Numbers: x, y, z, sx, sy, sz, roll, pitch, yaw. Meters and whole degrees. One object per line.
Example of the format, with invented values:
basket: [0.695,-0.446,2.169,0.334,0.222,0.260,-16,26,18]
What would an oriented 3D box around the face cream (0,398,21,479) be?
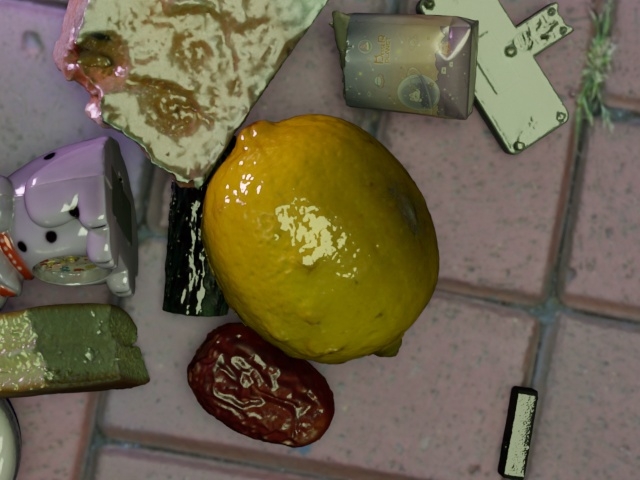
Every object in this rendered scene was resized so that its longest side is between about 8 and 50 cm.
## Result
face cream: [-0.440,0.236,1.781,0.206,0.111,0.206,0,90,-8]

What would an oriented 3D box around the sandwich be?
sandwich: [-0.290,0.124,1.756,0.258,0.096,0.094,-3,76,-38]

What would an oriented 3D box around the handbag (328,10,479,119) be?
handbag: [0.094,-0.204,1.823,0.173,0.095,0.117,6,105,11]

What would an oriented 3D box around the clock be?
clock: [-0.339,-0.012,1.761,0.254,0.189,0.188,-10,93,0]

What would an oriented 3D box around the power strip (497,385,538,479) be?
power strip: [0.236,0.231,1.902,0.029,0.038,0.111,9,90,-6]

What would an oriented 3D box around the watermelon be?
watermelon: [-0.165,-0.242,1.781,0.264,0.151,0.302,31,91,-8]

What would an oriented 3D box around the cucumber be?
cucumber: [-0.137,-0.019,1.833,0.078,0.062,0.211,4,91,-7]

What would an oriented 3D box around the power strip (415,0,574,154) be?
power strip: [0.227,-0.226,1.875,0.145,0.061,0.215,-34,96,-4]

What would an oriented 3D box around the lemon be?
lemon: [-0.001,-0.002,1.758,0.284,0.260,0.260,34,87,-15]

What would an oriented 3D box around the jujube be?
jujube: [-0.066,0.171,1.826,0.176,0.109,0.112,34,130,-11]
